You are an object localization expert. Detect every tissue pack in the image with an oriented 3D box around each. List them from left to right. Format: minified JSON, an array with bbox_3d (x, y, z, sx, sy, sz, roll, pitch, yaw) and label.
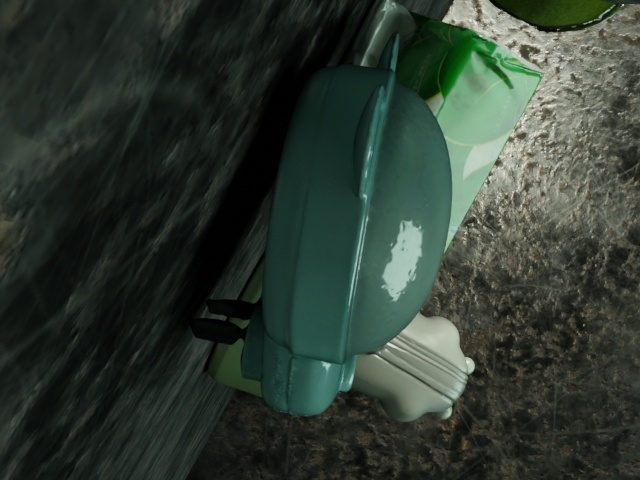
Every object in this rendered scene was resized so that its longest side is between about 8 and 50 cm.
[{"bbox_3d":[0.062,-0.104,0.731,0.209,0.156,0.148,-62,-146,11],"label":"tissue pack"}]

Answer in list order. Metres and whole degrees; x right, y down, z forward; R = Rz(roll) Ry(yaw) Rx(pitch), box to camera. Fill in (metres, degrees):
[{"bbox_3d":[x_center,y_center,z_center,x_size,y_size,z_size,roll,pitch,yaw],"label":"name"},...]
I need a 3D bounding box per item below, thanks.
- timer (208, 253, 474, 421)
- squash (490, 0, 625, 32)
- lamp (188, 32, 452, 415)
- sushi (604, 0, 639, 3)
[{"bbox_3d":[0.052,0.127,1.080,0.291,0.315,0.291,-61,180,-1],"label":"timer"},{"bbox_3d":[0.331,-0.434,0.901,0.263,0.263,0.384,-60,179,-14],"label":"squash"},{"bbox_3d":[0.012,0.004,0.586,0.284,0.147,0.209,-60,-177,30],"label":"lamp"},{"bbox_3d":[0.136,-0.219,0.371,0.343,0.196,0.182,-68,167,-61],"label":"sushi"}]
